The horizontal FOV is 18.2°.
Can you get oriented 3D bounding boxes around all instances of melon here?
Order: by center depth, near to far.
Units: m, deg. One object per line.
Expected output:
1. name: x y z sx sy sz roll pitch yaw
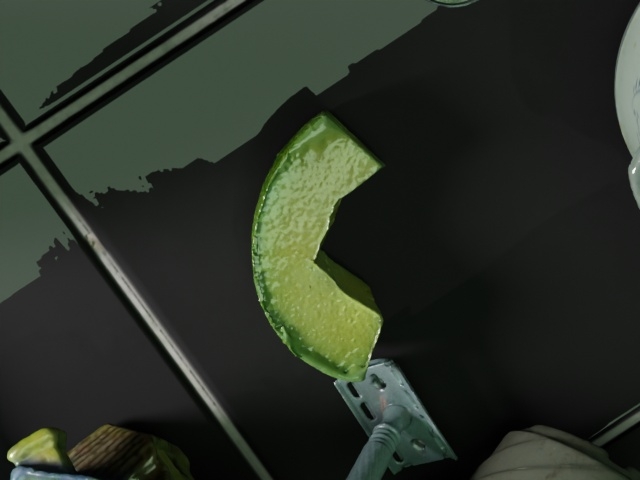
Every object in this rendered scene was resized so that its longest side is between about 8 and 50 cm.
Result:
1. melon: 0.000 0.000 1.579 0.118 0.064 0.209 9 104 -12

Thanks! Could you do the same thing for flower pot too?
1. flower pot: 0.194 0.241 1.632 0.235 0.235 0.140 37 74 -19

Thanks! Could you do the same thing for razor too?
1. razor: 0.029 0.205 1.574 0.068 0.232 0.106 -18 116 34

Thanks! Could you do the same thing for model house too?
1. model house: -0.151 0.225 1.547 0.195 0.214 0.189 -41 73 7

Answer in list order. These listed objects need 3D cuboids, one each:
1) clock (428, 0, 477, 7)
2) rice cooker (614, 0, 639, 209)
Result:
1. clock: 0.103 -0.222 1.545 0.085 0.017 0.085 -3 109 -9
2. rice cooker: 0.367 -0.098 1.485 0.317 0.316 0.264 -22 110 -2
